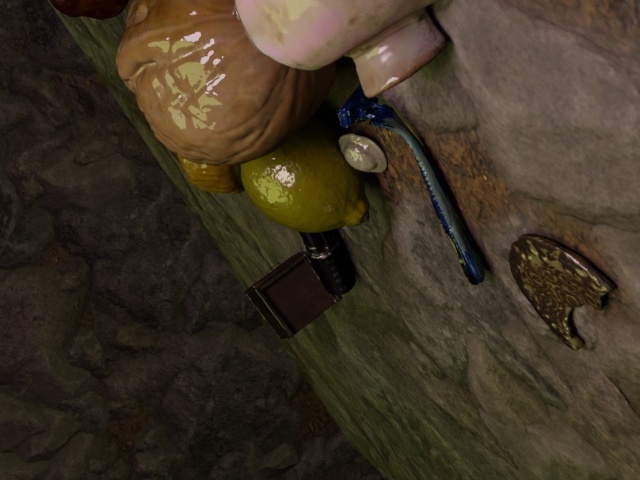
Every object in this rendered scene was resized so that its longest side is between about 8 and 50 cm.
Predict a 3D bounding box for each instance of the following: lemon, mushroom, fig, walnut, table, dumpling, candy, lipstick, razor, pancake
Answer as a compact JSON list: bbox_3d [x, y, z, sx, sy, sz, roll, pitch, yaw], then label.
[{"bbox_3d":[-0.028,-0.103,1.195,0.248,0.184,0.184,41,163,16],"label":"lemon"},{"bbox_3d":[0.016,-0.248,0.738,0.236,0.162,0.173,55,168,-14],"label":"mushroom"},{"bbox_3d":[-0.530,-0.606,1.601,0.290,0.191,0.190,52,166,0],"label":"fig"},{"bbox_3d":[-0.130,-0.241,0.997,0.313,0.252,0.277,-15,109,49],"label":"walnut"},{"bbox_3d":[-0.077,0.140,1.961,0.172,0.169,0.193,53,167,-1],"label":"table"},{"bbox_3d":[0.065,-0.133,1.116,0.077,0.043,0.059,55,144,6],"label":"dumpling"},{"bbox_3d":[-0.161,-0.205,1.269,0.118,0.259,0.259,1,145,14],"label":"candy"},{"bbox_3d":[0.000,0.000,1.558,0.081,0.081,0.299,38,161,45],"label":"lipstick"},{"bbox_3d":[0.143,-0.069,1.002,0.056,0.093,0.324,-23,111,39],"label":"razor"},{"bbox_3d":[0.295,0.066,0.901,0.184,0.020,0.190,56,167,-10],"label":"pancake"}]
